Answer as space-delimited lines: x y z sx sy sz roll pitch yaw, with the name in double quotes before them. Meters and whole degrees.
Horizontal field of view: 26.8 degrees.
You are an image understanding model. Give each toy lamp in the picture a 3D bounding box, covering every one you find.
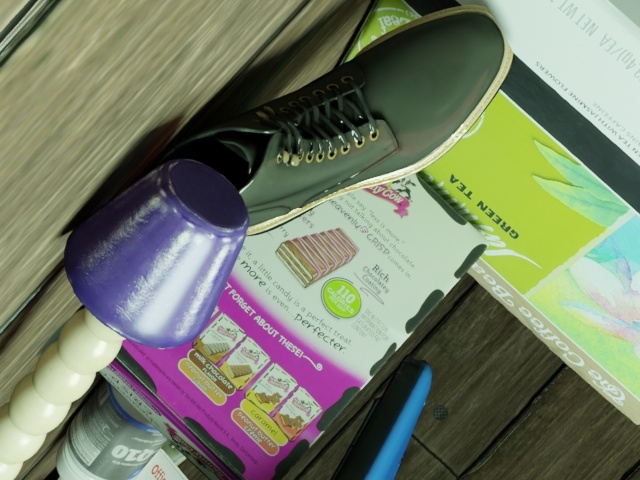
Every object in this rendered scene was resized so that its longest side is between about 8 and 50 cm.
"toy lamp" -0.130 0.067 0.664 0.275 0.080 0.080 -46 178 29

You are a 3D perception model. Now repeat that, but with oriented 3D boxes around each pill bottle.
"pill bottle" -0.175 0.164 1.179 0.137 0.078 0.078 -50 176 36

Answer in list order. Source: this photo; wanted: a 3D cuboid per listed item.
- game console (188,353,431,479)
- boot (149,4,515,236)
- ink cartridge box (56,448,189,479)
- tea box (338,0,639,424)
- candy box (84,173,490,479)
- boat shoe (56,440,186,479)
"game console" -0.075 0.209 0.872 0.293 0.173 0.250 -55 165 -50
"boot" 0.009 -0.060 0.699 0.198 0.077 0.137 -35 174 9
"ink cartridge box" -0.236 0.304 1.434 0.191 0.082 0.139 -55 155 -19
"tea box" 0.212 -0.096 0.866 0.220 0.329 0.323 -46 176 -25
"candy box" -0.024 0.034 0.872 0.233 0.159 0.071 -45 178 -23
"boat shoe" -0.235 0.276 1.584 0.109 0.094 0.302 -50 175 41
